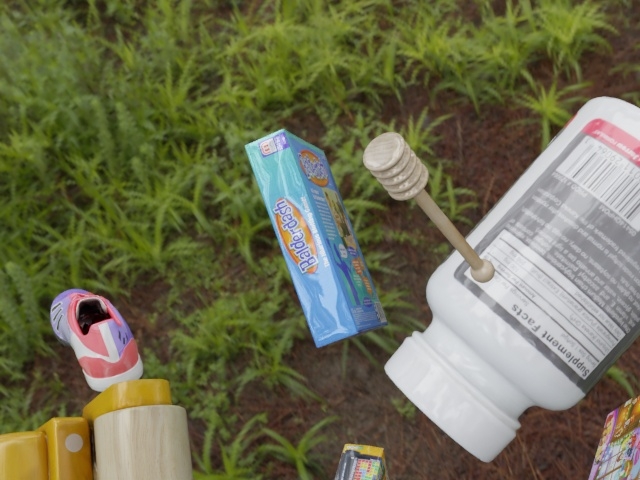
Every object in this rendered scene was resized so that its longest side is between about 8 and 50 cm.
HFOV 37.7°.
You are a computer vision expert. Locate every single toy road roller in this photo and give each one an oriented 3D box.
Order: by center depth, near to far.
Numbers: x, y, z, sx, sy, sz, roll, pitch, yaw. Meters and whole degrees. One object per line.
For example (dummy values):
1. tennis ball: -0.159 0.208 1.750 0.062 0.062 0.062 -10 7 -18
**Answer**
1. toy road roller: -0.325 0.314 1.204 0.329 0.241 0.202 -36 57 50

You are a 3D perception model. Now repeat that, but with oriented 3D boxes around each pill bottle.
1. pill bottle: 0.210 0.041 0.853 0.318 0.176 0.176 -48 47 3

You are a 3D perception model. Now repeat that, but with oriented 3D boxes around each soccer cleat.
1. soccer cleat: -0.359 0.123 1.469 0.109 0.116 0.318 -18 25 -21

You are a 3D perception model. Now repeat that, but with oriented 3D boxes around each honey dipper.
1. honey dipper: 0.080 -0.014 0.640 0.031 0.160 0.030 -20 47 24

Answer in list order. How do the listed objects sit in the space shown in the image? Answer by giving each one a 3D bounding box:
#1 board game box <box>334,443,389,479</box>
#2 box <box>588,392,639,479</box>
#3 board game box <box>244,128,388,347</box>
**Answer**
1. board game box: 0.044 0.331 1.027 0.048 0.170 0.141 2 43 16
2. box: 0.459 0.353 1.377 0.057 0.201 0.293 29 56 2
3. board game box: 0.000 0.000 0.966 0.047 0.160 0.210 -21 82 13
